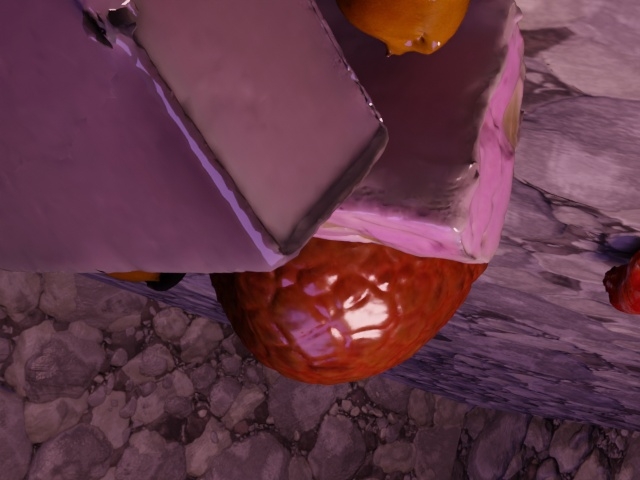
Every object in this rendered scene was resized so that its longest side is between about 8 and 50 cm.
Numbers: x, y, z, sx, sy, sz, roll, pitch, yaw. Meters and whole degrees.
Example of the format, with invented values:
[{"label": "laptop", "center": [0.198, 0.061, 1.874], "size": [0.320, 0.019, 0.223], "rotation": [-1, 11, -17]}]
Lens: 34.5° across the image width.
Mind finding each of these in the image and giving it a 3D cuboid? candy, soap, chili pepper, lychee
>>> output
[{"label": "candy", "center": [-0.005, -0.083, 0.669], "size": [0.265, 0.155, 0.116], "rotation": [12, 167, 19]}, {"label": "soap", "center": [-0.154, -0.118, 0.486], "size": [0.285, 0.107, 0.296], "rotation": [-1, 129, 45]}, {"label": "chili pepper", "center": [0.337, 0.042, 1.054], "size": [0.073, 0.070, 0.123], "rotation": [32, 173, 8]}, {"label": "lychee", "center": [0.000, 0.000, 0.843], "size": [0.300, 0.255, 0.255], "rotation": [-14, 176, -17]}]

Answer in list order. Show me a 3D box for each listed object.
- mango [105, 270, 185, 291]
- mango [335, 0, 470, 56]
[{"label": "mango", "center": [-0.250, -0.043, 1.172], "size": [0.201, 0.153, 0.287], "rotation": [9, 168, 12]}, {"label": "mango", "center": [0.049, -0.145, 0.545], "size": [0.077, 0.063, 0.127], "rotation": [22, 162, -8]}]
